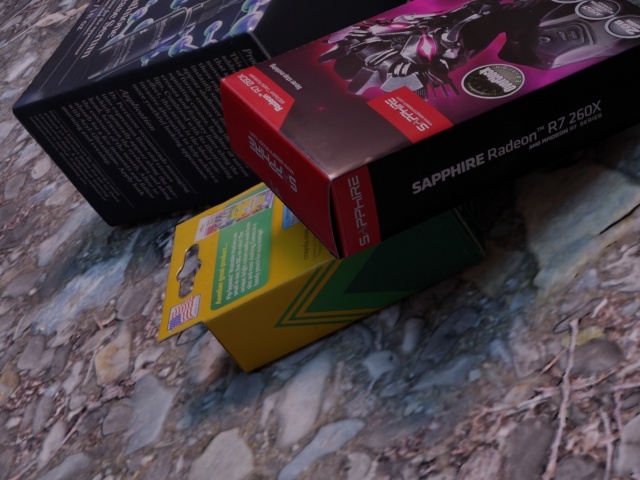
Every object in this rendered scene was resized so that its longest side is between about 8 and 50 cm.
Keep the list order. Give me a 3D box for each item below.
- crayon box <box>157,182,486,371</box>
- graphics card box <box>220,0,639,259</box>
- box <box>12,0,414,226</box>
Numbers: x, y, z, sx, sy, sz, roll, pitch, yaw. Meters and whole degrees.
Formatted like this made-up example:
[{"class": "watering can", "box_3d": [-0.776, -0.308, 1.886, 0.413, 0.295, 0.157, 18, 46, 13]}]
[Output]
[{"class": "crayon box", "box_3d": [0.000, 0.000, 1.445, 0.323, 0.083, 0.203, -26, 31, 19]}, {"class": "graphics card box", "box_3d": [0.118, -0.137, 1.351, 0.371, 0.094, 0.233, -23, 36, -17]}, {"class": "box", "box_3d": [-0.118, -0.214, 1.743, 0.395, 0.212, 0.293, -11, 38, 37]}]
